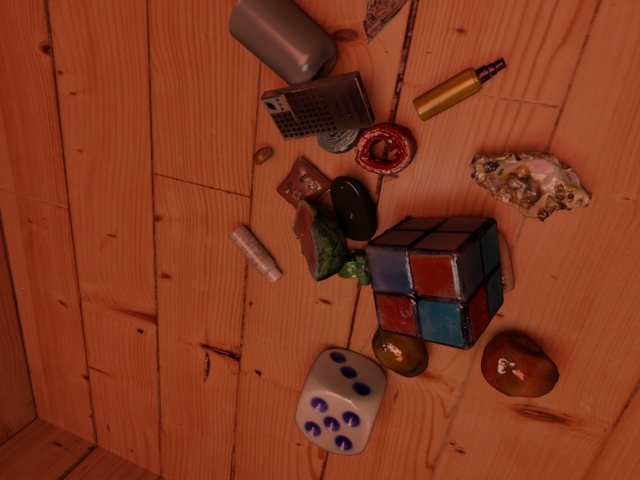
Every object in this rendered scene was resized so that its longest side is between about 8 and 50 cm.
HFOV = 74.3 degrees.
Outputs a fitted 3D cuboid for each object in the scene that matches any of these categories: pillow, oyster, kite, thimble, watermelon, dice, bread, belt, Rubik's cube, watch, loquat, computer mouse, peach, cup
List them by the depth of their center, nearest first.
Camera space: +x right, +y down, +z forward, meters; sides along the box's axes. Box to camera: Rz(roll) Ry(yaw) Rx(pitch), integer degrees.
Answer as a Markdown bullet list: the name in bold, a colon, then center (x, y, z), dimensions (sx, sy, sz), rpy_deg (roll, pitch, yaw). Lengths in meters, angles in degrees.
- **kite**: center (0.180, -0.807, 1.260), dimensions (0.369, 0.014, 0.405), rpy_deg (7, 112, 18)
- **oyster**: center (0.633, -0.192, 1.285), dimensions (0.355, 0.107, 0.201), rpy_deg (27, 138, -4)
- **Rubik's cube**: center (0.367, 0.112, 1.335), dimensions (0.314, 0.316, 0.317), rpy_deg (3, 113, 41)
- **cup**: center (-0.109, -0.634, 1.335), dimensions (0.312, 0.205, 0.205), rpy_deg (42, 119, 0)
- **thimble**: center (0.215, -0.301, 1.381), dimensions (0.190, 0.125, 0.162), rpy_deg (8, 111, 18)
- **peach**: center (0.679, 0.427, 1.432), dimensions (0.236, 0.214, 0.214), rpy_deg (14, 116, 40)
- **belt**: center (0.071, -0.371, 1.434), dimensions (0.163, 0.082, 0.147), rpy_deg (-2, 99, 25)
- **watermelon**: center (0.000, 0.000, 1.469), dimensions (0.180, 0.305, 0.224), rpy_deg (-37, 131, 15)
- **computer mouse**: center (0.121, -0.122, 1.505), dimensions (0.138, 0.086, 0.269), rpy_deg (3, 127, 34)
- **pillow**: center (-0.065, -0.193, 1.558), dimensions (0.171, 0.075, 0.179), rpy_deg (41, 120, 1)
- **watch**: center (0.145, 0.089, 1.566), dimensions (0.152, 0.165, 0.131), rpy_deg (8, 116, 45)
- **bread**: center (-0.220, -0.320, 1.590), dimensions (0.062, 0.103, 0.049), rpy_deg (-43, 105, -14)
- **loquat**: center (0.304, 0.415, 1.596), dimensions (0.228, 0.179, 0.179), rpy_deg (34, 118, 3)
- **dice**: center (0.085, 0.650, 1.717), dimensions (0.305, 0.277, 0.303), rpy_deg (18, 118, 13)

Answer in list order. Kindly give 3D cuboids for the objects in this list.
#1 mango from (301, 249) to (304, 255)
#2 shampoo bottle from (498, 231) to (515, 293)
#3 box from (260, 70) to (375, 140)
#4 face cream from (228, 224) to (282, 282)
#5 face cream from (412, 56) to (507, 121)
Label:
- **mango**: center (-0.017, 0.045, 1.640), dimensions (0.127, 0.063, 0.077), rpy_deg (8, 120, 18)
- **shampoo bottle**: center (0.565, 0.051, 1.405), dimensions (0.127, 0.078, 0.256), rpy_deg (-16, 104, 34)
- **box**: center (-0.008, -0.417, 1.335), dimensions (0.325, 0.047, 0.180), rpy_deg (-3, 143, 26)
- **face cream**: center (-0.261, 0.061, 1.730), dimensions (0.082, 0.082, 0.269), rpy_deg (-38, 93, 29)
- **face cream**: center (0.417, -0.458, 1.266), dimensions (0.274, 0.078, 0.078), rpy_deg (-25, 99, 28)
